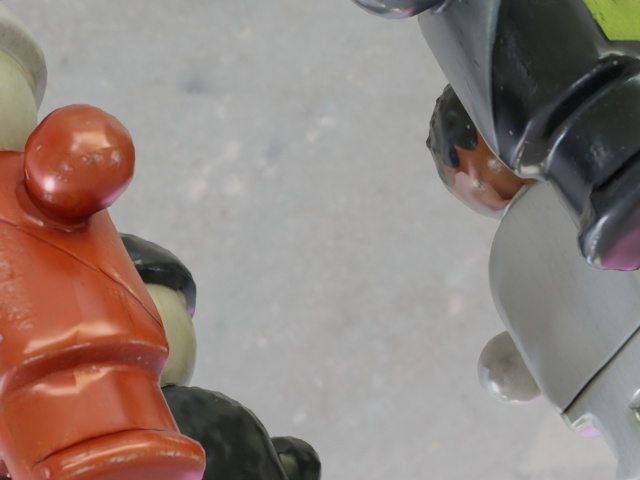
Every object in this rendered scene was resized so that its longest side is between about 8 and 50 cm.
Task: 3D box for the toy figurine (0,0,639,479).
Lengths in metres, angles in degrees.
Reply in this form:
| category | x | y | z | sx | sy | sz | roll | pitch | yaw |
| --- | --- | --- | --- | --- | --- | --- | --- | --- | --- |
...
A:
| category | x | y | z | sx | sy | sz | roll | pitch | yaw |
| --- | --- | --- | --- | --- | --- | --- | --- | --- | --- |
| toy figurine | 0.000 | 0.000 | 0.445 | 0.209 | 0.148 | 0.213 | -29 | 149 | 0 |
